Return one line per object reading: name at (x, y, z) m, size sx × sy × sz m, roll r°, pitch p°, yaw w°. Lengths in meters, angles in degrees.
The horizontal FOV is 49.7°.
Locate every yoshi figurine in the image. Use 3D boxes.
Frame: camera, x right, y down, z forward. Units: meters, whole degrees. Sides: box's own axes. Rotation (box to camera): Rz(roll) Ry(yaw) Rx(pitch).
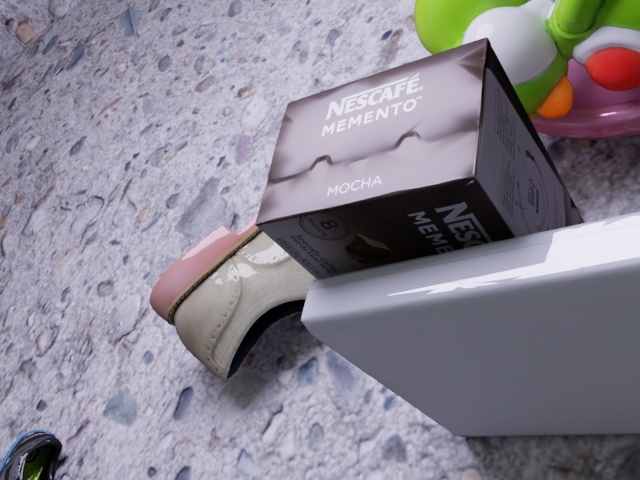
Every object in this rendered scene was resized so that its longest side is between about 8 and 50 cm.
yoshi figurine at (0.226, -0.232, 0.619) m, size 0.362 × 0.203 × 0.203 m, roll -21°, pitch 31°, yaw 28°

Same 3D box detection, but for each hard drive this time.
hard drive at (0.194, 0.069, 0.453) m, size 0.353 × 0.233 × 0.047 m, roll -15°, pitch 48°, yaw 39°

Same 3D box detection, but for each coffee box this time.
coffee box at (0.109, 0.005, 0.553) m, size 0.168 × 0.297 × 0.118 m, roll -10°, pitch 53°, yaw 33°

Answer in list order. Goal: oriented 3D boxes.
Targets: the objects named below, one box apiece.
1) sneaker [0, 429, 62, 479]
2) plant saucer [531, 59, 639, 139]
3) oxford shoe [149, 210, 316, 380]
sneaker at (-0.385, 0.329, 0.867) m, size 0.078 × 0.067 × 0.188 m, roll -11°, pitch 49°, yaw 40°
plant saucer at (0.327, -0.230, 0.726) m, size 0.332 × 0.084 × 0.332 m, roll -21°, pitch 47°, yaw 24°
oxford shoe at (0.000, 0.000, 0.803) m, size 0.397 × 0.140 × 0.146 m, roll -40°, pitch 72°, yaw -1°
